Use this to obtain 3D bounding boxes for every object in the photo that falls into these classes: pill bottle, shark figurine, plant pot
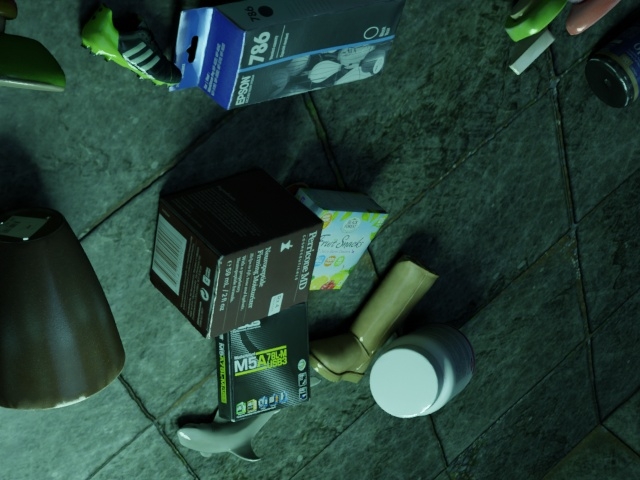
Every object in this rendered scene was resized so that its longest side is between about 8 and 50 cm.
[{"bbox_3d":[0.637,-0.367,2.500,0.219,0.123,0.123,-38,144,-16],"label":"pill bottle"},{"bbox_3d":[-0.127,0.349,2.356,0.278,0.116,0.166,-29,142,-23],"label":"shark figurine"},{"bbox_3d":[-0.392,0.079,1.747,0.215,0.215,0.230,-23,123,-32],"label":"plant pot"},{"bbox_3d":[0.202,0.257,2.511,0.160,0.160,0.283,-58,166,14],"label":"pill bottle"}]

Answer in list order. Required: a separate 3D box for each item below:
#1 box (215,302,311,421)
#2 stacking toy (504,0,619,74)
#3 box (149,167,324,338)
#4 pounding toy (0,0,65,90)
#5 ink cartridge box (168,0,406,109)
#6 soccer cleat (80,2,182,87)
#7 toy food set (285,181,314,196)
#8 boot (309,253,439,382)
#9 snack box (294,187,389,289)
[{"bbox_3d":[-0.100,0.211,2.242,0.191,0.045,0.184,-8,102,-43],"label":"box"},{"bbox_3d":[0.383,-0.442,2.086,0.279,0.309,0.130,-38,108,27],"label":"stacking toy"},{"bbox_3d":[-0.133,0.017,1.977,0.203,0.167,0.168,-20,136,-36],"label":"box"},{"bbox_3d":[-0.405,-0.241,1.462,0.237,0.183,0.110,4,95,-46],"label":"pounding toy"},{"bbox_3d":[-0.046,-0.279,1.803,0.333,0.065,0.165,-16,149,-23],"label":"ink cartridge box"},{"bbox_3d":[-0.240,-0.258,1.692,0.179,0.060,0.072,21,105,-51],"label":"soccer cleat"},{"bbox_3d":[-0.046,-0.060,2.128,0.082,0.020,0.083,-52,146,5],"label":"toy food set"},{"bbox_3d":[0.093,0.141,2.426,0.269,0.089,0.236,-53,158,8],"label":"boot"},{"bbox_3d":[0.000,0.000,2.170,0.207,0.070,0.174,1,127,-57],"label":"snack box"}]
